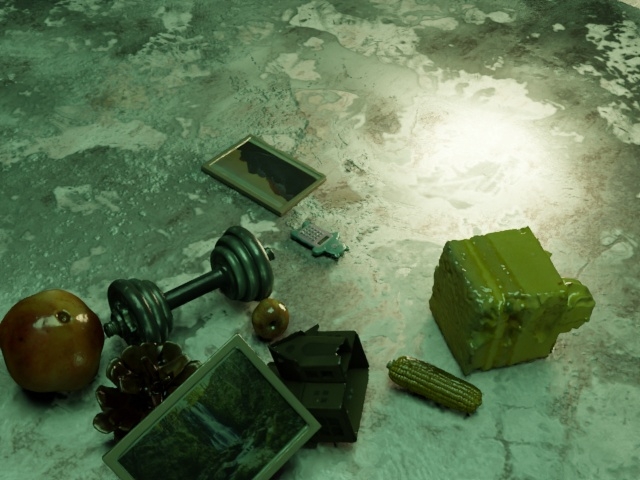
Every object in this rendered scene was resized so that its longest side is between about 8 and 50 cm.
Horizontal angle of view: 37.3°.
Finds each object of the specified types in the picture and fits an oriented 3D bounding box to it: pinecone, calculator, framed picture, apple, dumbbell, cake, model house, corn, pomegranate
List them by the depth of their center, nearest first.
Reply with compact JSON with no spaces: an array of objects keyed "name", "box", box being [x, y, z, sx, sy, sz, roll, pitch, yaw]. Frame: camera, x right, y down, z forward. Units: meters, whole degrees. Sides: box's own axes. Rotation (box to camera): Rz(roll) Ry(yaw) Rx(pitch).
[{"name":"framed picture","box":[-0.188,0.358,1.685,0.324,0.020,0.240,-41,96,-14]},{"name":"pinecone","box":[-0.321,0.289,1.775,0.229,0.201,0.202,-40,76,-7]},{"name":"model house","box":[-0.051,0.268,1.852,0.243,0.204,0.211,-3,43,17]},{"name":"pomegranate","box":[-0.526,0.202,1.859,0.209,0.209,0.209,3,44,-2]},{"name":"corn","box":[0.231,0.290,1.926,0.207,0.068,0.068,21,46,16]},{"name":"dumbbell","box":[-0.270,0.105,1.996,0.406,0.179,0.179,-25,51,-28]},{"name":"cake","box":[0.407,0.121,2.010,0.286,0.222,0.227,-10,48,-15]},{"name":"apple","box":[-0.107,0.166,2.019,0.084,0.084,0.071,-6,17,-11]},{"name":"calculator","box":[0.000,0.000,2.242,0.141,0.019,0.094,30,47,24]},{"name":"framed picture","box":[-0.142,-0.171,2.409,0.265,0.018,0.192,30,48,24]}]
